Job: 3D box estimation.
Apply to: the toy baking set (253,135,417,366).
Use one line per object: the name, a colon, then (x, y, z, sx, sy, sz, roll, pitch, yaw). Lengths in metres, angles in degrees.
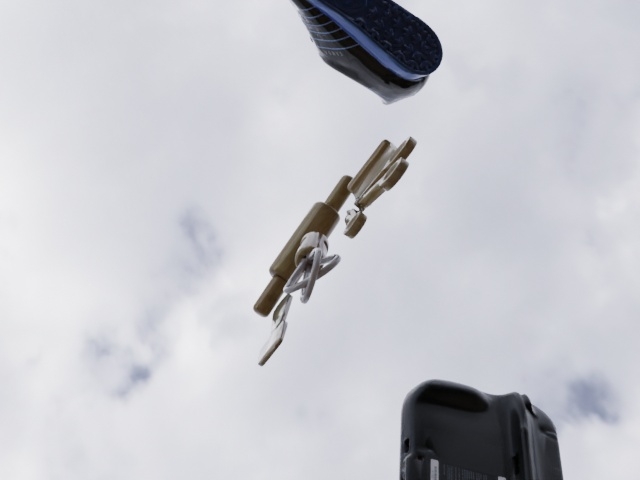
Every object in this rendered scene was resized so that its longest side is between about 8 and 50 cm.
toy baking set: (-0.001, 0.000, 1.022, 0.030, 0.197, 0.256, 37, -107, -6)

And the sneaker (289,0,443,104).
sneaker: (0.006, -0.217, 1.106, 0.232, 0.090, 0.081, 45, -119, -2)

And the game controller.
game controller: (0.156, 0.253, 1.136, 0.166, 0.319, 0.067, 9, -56, -1)
